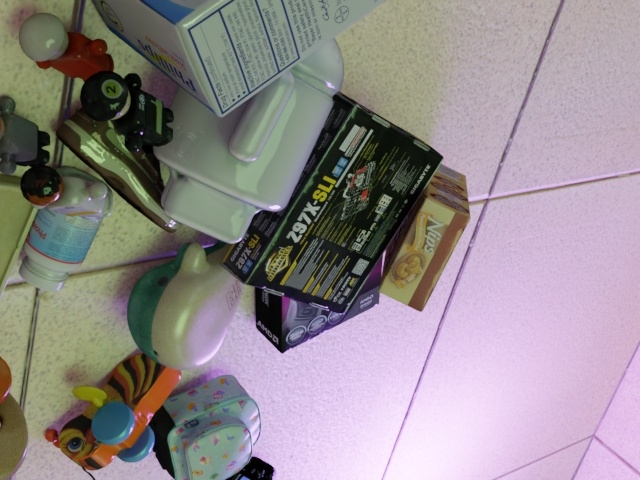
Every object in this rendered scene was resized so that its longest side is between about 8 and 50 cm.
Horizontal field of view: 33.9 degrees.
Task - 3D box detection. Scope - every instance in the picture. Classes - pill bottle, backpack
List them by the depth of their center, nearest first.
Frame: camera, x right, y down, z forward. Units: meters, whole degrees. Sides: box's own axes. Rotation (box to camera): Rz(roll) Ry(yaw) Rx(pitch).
[{"bbox_3d":[-0.356,-0.014,1.446,0.087,0.087,0.160,9,114,-49],"label":"pill bottle"},{"bbox_3d":[-0.194,0.339,1.873,0.188,0.144,0.165,-30,133,-29],"label":"backpack"}]

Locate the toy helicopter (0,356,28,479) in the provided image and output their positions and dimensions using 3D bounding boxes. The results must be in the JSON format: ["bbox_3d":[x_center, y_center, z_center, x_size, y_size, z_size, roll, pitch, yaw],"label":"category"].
[{"bbox_3d":[-0.572,0.292,1.402,0.355,0.234,0.140,-5,158,-23],"label":"toy helicopter"}]

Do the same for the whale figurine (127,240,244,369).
[{"bbox_3d":[-0.203,0.075,1.670,0.272,0.141,0.216,-57,151,-33],"label":"whale figurine"}]

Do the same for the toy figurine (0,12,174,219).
[{"bbox_3d":[-0.312,-0.145,1.275,0.209,0.213,0.148,-49,155,7],"label":"toy figurine"}]

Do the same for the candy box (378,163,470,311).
[{"bbox_3d":[0.184,-0.018,1.840,0.316,0.088,0.182,-67,-178,-73],"label":"candy box"}]

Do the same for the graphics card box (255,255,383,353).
[{"bbox_3d":[0.000,0.000,1.815,0.233,0.094,0.370,-25,137,-30],"label":"graphics card box"}]

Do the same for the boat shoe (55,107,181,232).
[{"bbox_3d":[-0.253,-0.105,1.469,0.095,0.095,0.257,-51,143,-8],"label":"boat shoe"}]

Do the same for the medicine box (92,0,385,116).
[{"bbox_3d":[-0.106,-0.332,1.278,0.289,0.263,0.149,-38,141,-16],"label":"medicine box"}]

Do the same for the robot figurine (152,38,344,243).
[{"bbox_3d":[-0.095,-0.177,1.422,0.200,0.300,0.353,24,93,-18],"label":"robot figurine"}]

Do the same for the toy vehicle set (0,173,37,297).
[{"bbox_3d":[-0.490,0.030,1.390,0.166,0.035,0.266,8,115,-49],"label":"toy vehicle set"}]

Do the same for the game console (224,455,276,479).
[{"bbox_3d":[-0.237,0.579,2.116,0.361,0.044,0.213,-49,143,-2],"label":"game console"}]

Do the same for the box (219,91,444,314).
[{"bbox_3d":[0.024,-0.052,1.658,0.257,0.079,0.322,22,104,-48],"label":"box"}]

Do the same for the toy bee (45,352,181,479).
[{"bbox_3d":[-0.360,0.300,1.689,0.298,0.162,0.195,-51,143,-43],"label":"toy bee"}]
